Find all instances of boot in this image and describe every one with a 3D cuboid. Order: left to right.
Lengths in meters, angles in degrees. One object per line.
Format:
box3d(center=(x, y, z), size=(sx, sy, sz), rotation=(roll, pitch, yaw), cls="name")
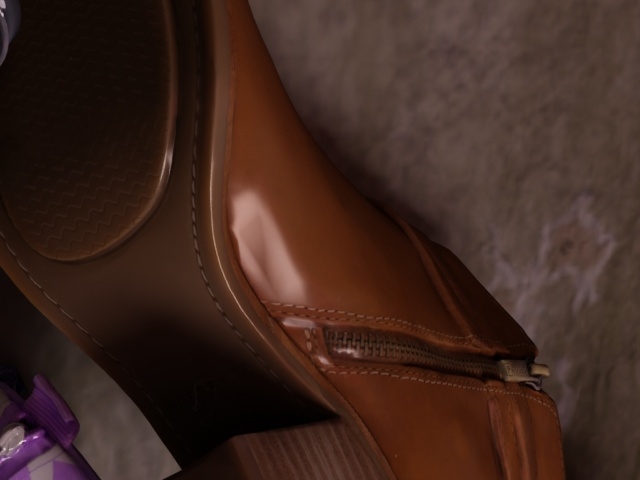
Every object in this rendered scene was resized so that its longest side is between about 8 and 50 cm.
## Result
box3d(center=(0.000, 0.000, 0.633), size=(0.220, 0.109, 0.283), rotation=(-3, 70, -58), cls="boot")

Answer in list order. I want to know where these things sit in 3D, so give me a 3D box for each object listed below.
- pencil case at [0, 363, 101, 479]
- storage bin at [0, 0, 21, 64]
box3d(center=(-0.148, 0.131, 0.576), size=(0.206, 0.086, 0.088), rotation=(-42, 159, -21), cls="pencil case")
box3d(center=(-0.128, -0.123, 0.518), size=(0.091, 0.098, 0.135), rotation=(-59, 135, -44), cls="storage bin")
